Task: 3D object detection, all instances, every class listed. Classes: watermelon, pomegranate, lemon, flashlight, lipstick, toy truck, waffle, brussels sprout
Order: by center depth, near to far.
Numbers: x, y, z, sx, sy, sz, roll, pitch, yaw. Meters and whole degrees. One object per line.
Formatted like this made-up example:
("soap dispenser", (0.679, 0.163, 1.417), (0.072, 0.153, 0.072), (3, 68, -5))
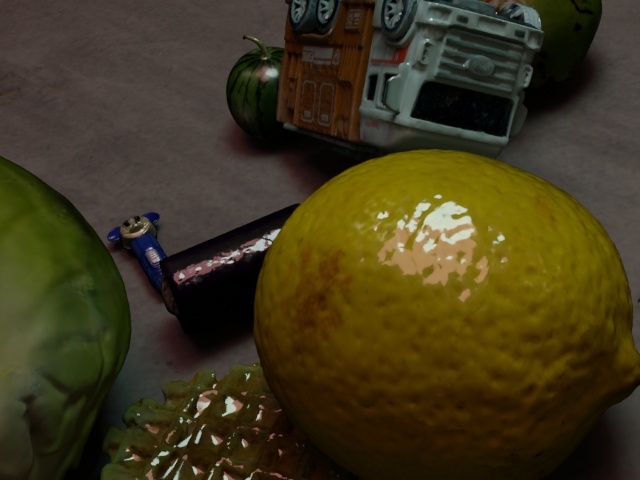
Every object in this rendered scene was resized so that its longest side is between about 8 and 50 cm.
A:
("lemon", (0.085, 0.058, 0.831), (0.267, 0.267, 0.267), (-9, 41, 8))
("waffle", (-0.070, 0.178, 0.891), (0.207, 0.054, 0.214), (-23, 41, -8))
("brussels sprout", (-0.306, 0.071, 0.914), (0.268, 0.344, 0.344), (-44, 31, 28))
("lipstick", (0.000, 0.000, 1.050), (0.299, 0.081, 0.081), (-22, 41, -14))
("toy truck", (0.065, -0.148, 1.061), (0.136, 0.162, 0.305), (8, 8, -24))
("flashlight", (-0.168, 0.009, 1.128), (0.057, 0.035, 0.121), (-26, 41, -12))
("pomegranate", (0.187, -0.224, 1.154), (0.180, 0.180, 0.210), (-1, 25, 18))
("watermelon", (-0.051, -0.158, 1.224), (0.109, 0.109, 0.109), (-9, 41, 8))
